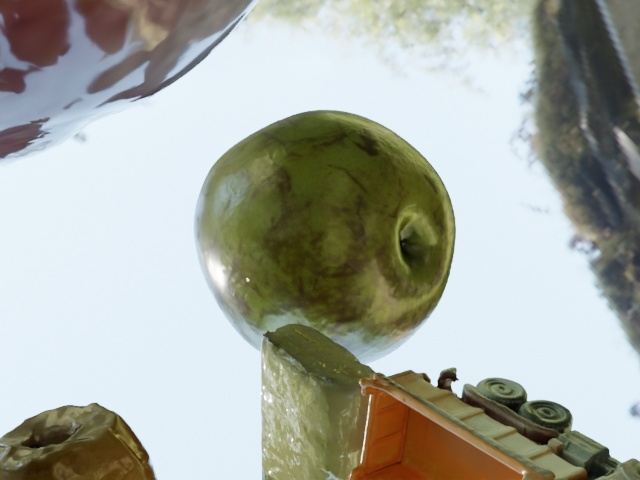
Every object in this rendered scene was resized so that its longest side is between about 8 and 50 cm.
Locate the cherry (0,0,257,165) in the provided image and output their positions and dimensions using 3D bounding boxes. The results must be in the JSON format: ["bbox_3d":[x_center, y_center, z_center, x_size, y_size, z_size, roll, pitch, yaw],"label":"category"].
[{"bbox_3d":[-0.123,-0.214,0.472,0.326,0.291,0.335,-64,-35,-41],"label":"cherry"}]

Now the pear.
[{"bbox_3d":[0.000,0.000,1.289,0.283,0.283,0.284,24,-139,-22],"label":"pear"}]

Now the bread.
[{"bbox_3d":[-0.002,0.174,1.076,0.060,0.178,0.139,-14,-154,-33],"label":"bread"}]

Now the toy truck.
[{"bbox_3d":[0.149,0.185,0.914,0.135,0.114,0.270,-13,-153,-40],"label":"toy truck"}]

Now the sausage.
[{"bbox_3d":[-0.148,0.295,0.899,0.116,0.134,0.354,-45,-55,-64],"label":"sausage"}]
